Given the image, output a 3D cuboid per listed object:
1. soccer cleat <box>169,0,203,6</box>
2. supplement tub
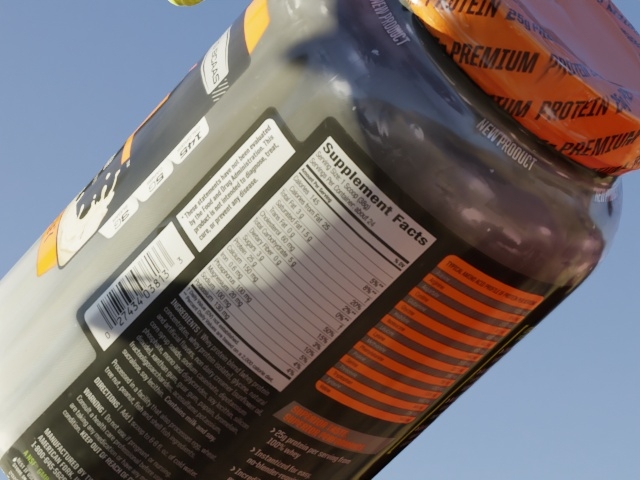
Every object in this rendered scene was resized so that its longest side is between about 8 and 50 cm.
[{"bbox_3d":[-0.042,-0.294,1.310,0.121,0.289,0.093,14,-3,11],"label":"soccer cleat"},{"bbox_3d":[0.000,0.000,0.537,0.117,0.117,0.190,21,-57,-45],"label":"supplement tub"}]
